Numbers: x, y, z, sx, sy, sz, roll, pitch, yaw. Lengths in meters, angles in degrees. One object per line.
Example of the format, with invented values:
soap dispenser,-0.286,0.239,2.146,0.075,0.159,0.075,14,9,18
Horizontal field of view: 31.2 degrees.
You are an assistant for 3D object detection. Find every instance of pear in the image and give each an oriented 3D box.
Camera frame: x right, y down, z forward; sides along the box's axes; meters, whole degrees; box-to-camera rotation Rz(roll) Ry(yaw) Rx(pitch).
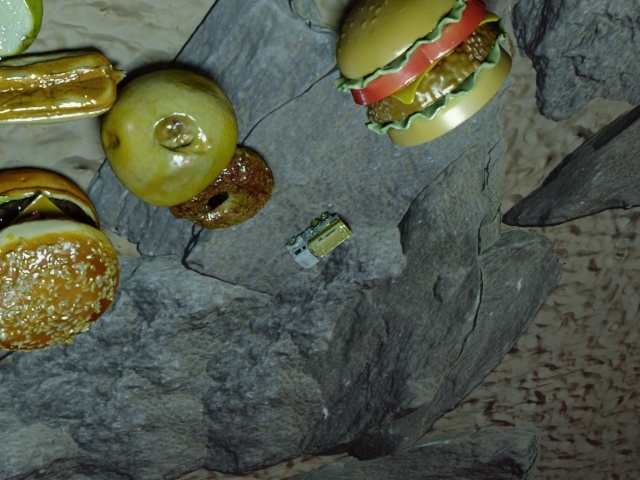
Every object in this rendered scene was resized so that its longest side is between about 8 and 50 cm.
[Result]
pear,-0.441,-0.313,1.533,0.141,0.104,0.141,-3,117,-6

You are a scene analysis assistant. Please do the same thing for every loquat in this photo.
loquat,-0.231,-0.163,1.753,0.213,0.213,0.213,-16,139,-15

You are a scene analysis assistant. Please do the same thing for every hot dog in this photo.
hot dog,-0.404,-0.218,1.670,0.249,0.102,0.076,-11,179,-18

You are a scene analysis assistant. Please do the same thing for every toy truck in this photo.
toy truck,0.000,0.000,2.154,0.123,0.063,0.052,-37,141,10

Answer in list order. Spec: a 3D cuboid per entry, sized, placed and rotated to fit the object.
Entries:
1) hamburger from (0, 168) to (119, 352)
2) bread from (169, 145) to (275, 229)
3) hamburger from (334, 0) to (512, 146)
hamburger,-0.461,0.042,1.805,0.290,0.225,0.291,-18,142,-15
bread,-0.168,-0.086,1.966,0.193,0.064,0.193,-16,142,-13
hamburger,0.144,-0.298,1.767,0.274,0.274,0.212,-35,111,8
